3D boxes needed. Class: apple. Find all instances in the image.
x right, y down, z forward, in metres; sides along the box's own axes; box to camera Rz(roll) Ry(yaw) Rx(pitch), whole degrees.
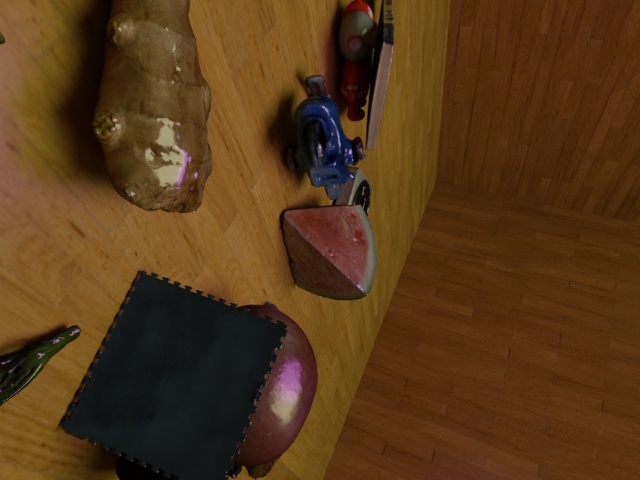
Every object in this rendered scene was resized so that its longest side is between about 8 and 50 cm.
[{"bbox_3d":[-0.148,0.284,0.969,0.235,0.305,0.306,41,60,-28],"label":"apple"}]

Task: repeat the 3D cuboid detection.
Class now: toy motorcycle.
[{"bbox_3d":[-0.009,-0.243,1.173,0.181,0.241,0.319,-31,161,0],"label":"toy motorcycle"}]

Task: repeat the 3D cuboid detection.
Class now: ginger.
[{"bbox_3d":[-0.190,-0.223,0.642,0.236,0.165,0.376,3,108,-61],"label":"ginger"}]

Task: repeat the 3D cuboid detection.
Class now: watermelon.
[{"bbox_3d":[0.041,0.012,1.328,0.292,0.250,0.283,47,55,-71],"label":"watermelon"}]

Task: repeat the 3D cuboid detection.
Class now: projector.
[{"bbox_3d":[0.115,-0.101,1.685,0.259,0.079,0.258,31,75,-72],"label":"projector"}]

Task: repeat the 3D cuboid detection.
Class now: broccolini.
[{"bbox_3d":[-0.383,0.162,0.588,0.203,0.068,0.091,-69,179,-66],"label":"broccolini"}]

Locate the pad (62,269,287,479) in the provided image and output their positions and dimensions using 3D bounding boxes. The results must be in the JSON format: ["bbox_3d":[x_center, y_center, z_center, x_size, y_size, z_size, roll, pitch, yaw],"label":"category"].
[{"bbox_3d":[-0.217,0.205,0.735,0.012,0.268,0.270,88,24,-70],"label":"pad"}]

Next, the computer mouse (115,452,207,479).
[{"bbox_3d":[-0.237,0.379,0.806,0.100,0.269,0.170,30,82,-40],"label":"computer mouse"}]

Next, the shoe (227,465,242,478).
[{"bbox_3d":[-0.221,0.450,1.127,0.099,0.112,0.228,-17,122,-66],"label":"shoe"}]

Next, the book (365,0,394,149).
[{"bbox_3d":[0.170,-0.496,1.378,0.428,0.039,0.300,-81,178,-47],"label":"book"}]

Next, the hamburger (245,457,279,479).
[{"bbox_3d":[-0.139,0.433,1.269,0.209,0.161,0.330,-39,135,-57],"label":"hamburger"}]

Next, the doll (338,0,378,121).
[{"bbox_3d":[0.103,-0.500,1.311,0.337,0.105,0.200,86,11,-45],"label":"doll"}]

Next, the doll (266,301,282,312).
[{"bbox_3d":[-0.127,0.234,1.238,0.079,0.094,0.180,-39,-141,37],"label":"doll"}]

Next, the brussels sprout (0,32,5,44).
[{"bbox_3d":[-0.259,-0.292,0.215,0.371,0.314,0.276,-46,-144,45],"label":"brussels sprout"}]
